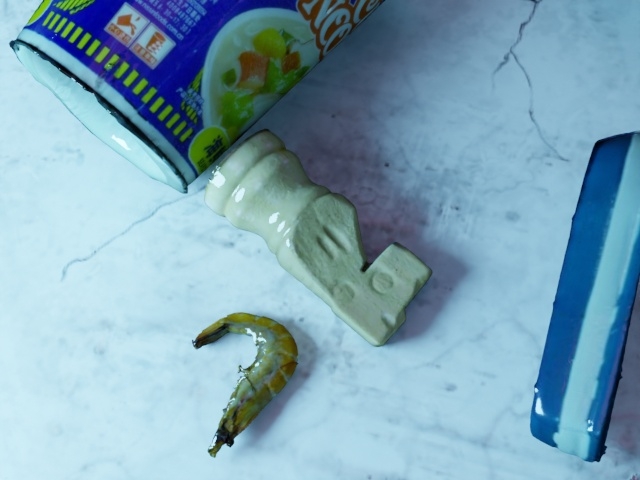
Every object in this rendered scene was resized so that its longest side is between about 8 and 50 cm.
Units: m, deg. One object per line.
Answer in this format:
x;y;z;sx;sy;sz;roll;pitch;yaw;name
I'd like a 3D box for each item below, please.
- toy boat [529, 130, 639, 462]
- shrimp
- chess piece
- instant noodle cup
0.229;0.027;0.820;0.062;0.096;0.299;11;63;20;toy boat
-0.074;0.117;0.838;0.091;0.025;0.127;20;63;14;shrimp
0.000;0.000;0.867;0.200;0.090;0.090;42;74;10;chess piece
-0.097;-0.221;0.888;0.284;0.284;0.312;36;80;19;instant noodle cup
